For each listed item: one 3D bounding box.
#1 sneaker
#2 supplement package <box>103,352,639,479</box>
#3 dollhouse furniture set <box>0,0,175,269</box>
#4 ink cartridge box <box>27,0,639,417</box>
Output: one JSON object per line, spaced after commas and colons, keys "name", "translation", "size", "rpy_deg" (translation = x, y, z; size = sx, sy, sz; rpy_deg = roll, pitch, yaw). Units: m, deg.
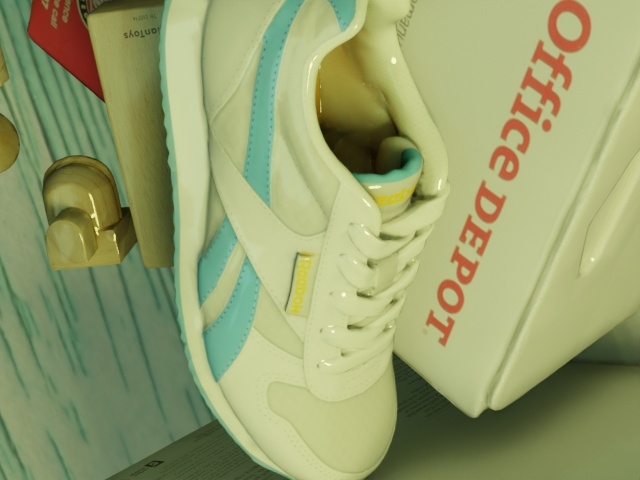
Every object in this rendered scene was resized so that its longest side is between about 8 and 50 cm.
{"name": "sneaker", "translation": [0.000, 0.000, 0.729], "size": [0.092, 0.087, 0.228], "rpy_deg": [10, 119, 40]}
{"name": "supplement package", "translation": [0.066, 0.178, 0.848], "size": [0.263, 0.199, 0.198], "rpy_deg": [1, 109, 44]}
{"name": "dollhouse furniture set", "translation": [-0.104, -0.071, 0.845], "size": [0.151, 0.123, 0.144], "rpy_deg": [-7, 109, 13]}
{"name": "ink cartridge box", "translation": [0.027, -0.110, 0.807], "size": [0.306, 0.131, 0.226], "rpy_deg": [40, 133, 23]}
